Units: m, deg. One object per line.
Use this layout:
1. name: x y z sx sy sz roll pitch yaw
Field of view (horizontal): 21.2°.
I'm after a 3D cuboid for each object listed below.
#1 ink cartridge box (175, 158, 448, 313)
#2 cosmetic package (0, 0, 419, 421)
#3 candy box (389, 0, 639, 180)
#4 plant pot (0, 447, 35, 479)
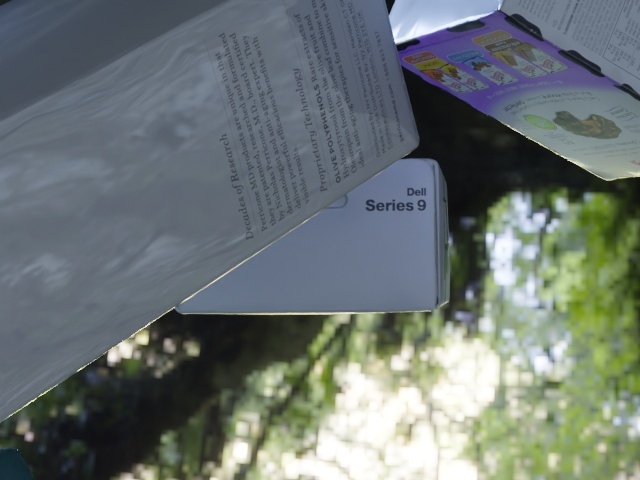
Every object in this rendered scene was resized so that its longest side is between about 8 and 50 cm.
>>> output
1. ink cartridge box: 0.000 0.000 1.432 0.211 0.121 0.289 -1 -1 6
2. cosmetic package: -0.141 -0.052 0.979 0.197 0.365 0.155 12 -53 45
3. candy box: 0.159 -0.112 1.060 0.196 0.070 0.165 27 -12 -21
4. plant pot: -0.277 0.236 0.993 0.234 0.165 0.165 6 -47 -50
